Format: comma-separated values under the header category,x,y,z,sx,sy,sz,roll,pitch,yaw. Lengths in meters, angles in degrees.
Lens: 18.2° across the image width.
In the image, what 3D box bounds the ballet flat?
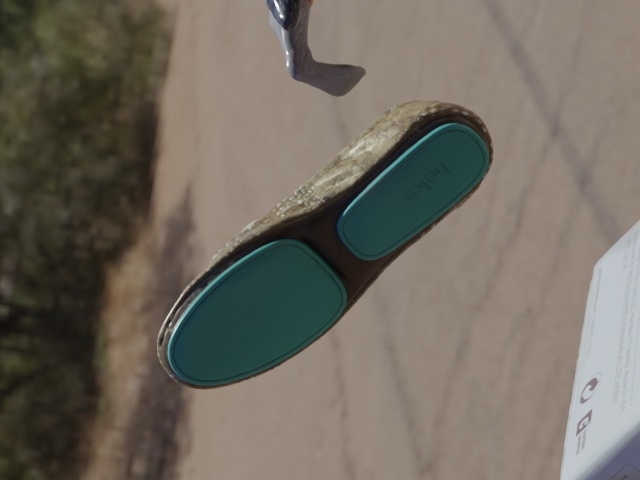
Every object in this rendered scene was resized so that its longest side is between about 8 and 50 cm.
category,x,y,z,sx,sy,sz,roll,pitch,yaw
ballet flat,0.000,0.000,1.038,0.206,0.073,0.067,-36,24,0

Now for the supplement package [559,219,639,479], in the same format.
category,x,y,z,sx,sy,sz,roll,pitch,yaw
supplement package,0.160,0.010,0.519,0.179,0.105,0.105,-47,13,34

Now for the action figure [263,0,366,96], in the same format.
category,x,y,z,sx,sy,sz,roll,pitch,yaw
action figure,-0.057,-0.305,1.373,0.330,0.178,0.341,46,147,20
